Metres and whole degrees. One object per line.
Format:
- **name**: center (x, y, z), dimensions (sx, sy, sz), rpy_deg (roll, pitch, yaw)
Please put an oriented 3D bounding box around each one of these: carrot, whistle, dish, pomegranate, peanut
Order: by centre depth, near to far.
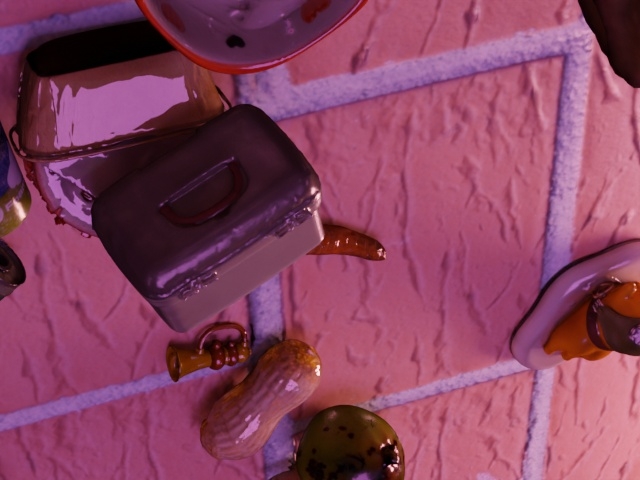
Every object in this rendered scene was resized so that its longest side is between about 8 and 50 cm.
- **dish**: center (-0.070, -0.293, 1.496), dimensions (0.256, 0.117, 0.256), rpy_deg (-13, 137, -13)
- **carrot**: center (0.000, 0.000, 1.880), dimensions (0.191, 0.047, 0.047), rpy_deg (8, 129, -36)
- **whistle**: center (-0.138, 0.136, 1.962), dimensions (0.109, 0.057, 0.046), rpy_deg (-14, -178, -25)
- **peanut**: center (-0.077, 0.208, 2.016), dimensions (0.087, 0.087, 0.207), rpy_deg (26, 117, -41)
- **pomegranate**: center (0.022, 0.317, 2.130), dimensions (0.156, 0.156, 0.220), rpy_deg (23, 124, -39)

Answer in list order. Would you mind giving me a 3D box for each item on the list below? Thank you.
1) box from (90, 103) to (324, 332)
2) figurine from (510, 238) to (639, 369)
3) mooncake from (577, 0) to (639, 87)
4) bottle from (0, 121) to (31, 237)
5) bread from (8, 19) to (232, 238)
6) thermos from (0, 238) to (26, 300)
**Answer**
- **box**: center (-0.105, -0.020, 1.540), dimensions (0.210, 0.148, 0.129), rpy_deg (-33, 149, -11)
- **figurine**: center (0.384, 0.129, 2.116), dimensions (0.166, 0.141, 0.250), rpy_deg (19, 122, -39)
- **mooncake**: center (0.358, -0.335, 1.452), dimensions (0.246, 0.393, 0.394), rpy_deg (-17, 103, -8)
- **bottle**: center (-0.371, -0.139, 1.527), dimensions (0.093, 0.093, 0.330), rpy_deg (-20, 138, -6)
- **bread**: center (-0.204, -0.110, 1.611), dimensions (0.224, 0.142, 0.212), rpy_deg (-14, 123, -15)
- **thermos**: center (-0.416, 0.076, 1.735), dimensions (0.187, 0.073, 0.083), rpy_deg (-42, 137, 18)
